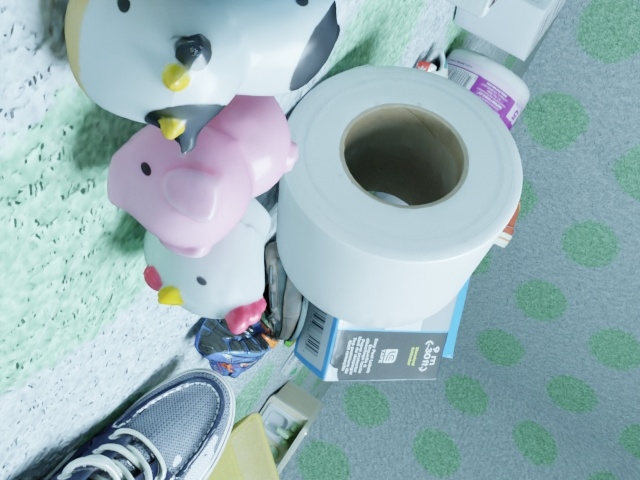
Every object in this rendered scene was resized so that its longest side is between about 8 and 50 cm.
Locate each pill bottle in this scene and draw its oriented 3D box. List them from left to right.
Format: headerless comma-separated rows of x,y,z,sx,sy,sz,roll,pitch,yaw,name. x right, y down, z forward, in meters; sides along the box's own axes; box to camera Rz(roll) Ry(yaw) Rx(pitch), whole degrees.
0.230,-0.178,1.132,0.301,0.169,0.169,-58,168,7,pill bottle

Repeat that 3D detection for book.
-0.043,0.274,1.571,0.144,0.035,0.096,-56,164,4,book

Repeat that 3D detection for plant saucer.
-0.205,0.542,1.160,0.333,0.081,0.332,-34,116,-48,plant saucer

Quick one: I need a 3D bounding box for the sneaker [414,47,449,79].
0.149,-0.236,0.966,0.161,0.057,0.075,-49,149,-26,sneaker

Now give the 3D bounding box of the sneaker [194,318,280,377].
-0.118,0.150,0.842,0.087,0.083,0.221,-49,165,0,sneaker

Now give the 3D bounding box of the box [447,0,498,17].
0.171,-0.345,0.585,0.181,0.119,0.182,-49,166,-34,box

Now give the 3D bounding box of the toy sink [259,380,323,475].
-0.103,0.493,1.657,0.152,0.131,0.234,-58,173,8,toy sink

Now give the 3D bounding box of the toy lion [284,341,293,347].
-0.040,0.192,1.373,0.096,0.034,0.100,-56,171,32,toy lion

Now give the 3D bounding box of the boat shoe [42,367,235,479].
-0.203,0.248,0.626,0.340,0.127,0.158,-48,173,-33,boat shoe

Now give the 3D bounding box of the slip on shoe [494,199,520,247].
0.196,-0.090,1.004,0.101,0.331,0.123,-65,-153,4,slip on shoe

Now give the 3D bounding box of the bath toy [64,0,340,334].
-0.067,-0.057,0.387,0.151,0.129,0.348,-12,147,-22,bath toy

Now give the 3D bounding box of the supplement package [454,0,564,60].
0.332,-0.429,0.951,0.244,0.139,0.134,-53,167,-9,supplement package

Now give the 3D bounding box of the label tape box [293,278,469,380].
0.149,0.100,1.047,0.348,0.115,0.249,7,100,-30,label tape box

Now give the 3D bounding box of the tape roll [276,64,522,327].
0.074,-0.046,0.685,0.246,0.246,0.169,-51,167,-26,tape roll

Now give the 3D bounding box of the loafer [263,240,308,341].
-0.055,0.071,0.928,0.267,0.084,0.096,112,-15,-56,loafer
